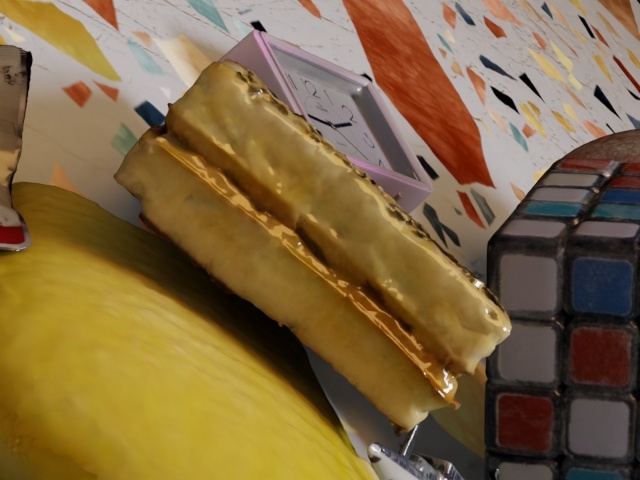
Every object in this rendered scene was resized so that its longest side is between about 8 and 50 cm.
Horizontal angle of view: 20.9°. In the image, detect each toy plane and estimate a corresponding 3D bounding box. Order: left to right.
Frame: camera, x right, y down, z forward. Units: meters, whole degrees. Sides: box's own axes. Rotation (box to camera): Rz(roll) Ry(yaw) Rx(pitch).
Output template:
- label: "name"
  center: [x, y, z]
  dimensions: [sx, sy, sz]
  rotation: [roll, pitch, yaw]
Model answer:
- label: "toy plane"
  center: [0.076, 0.172, 1.170]
  dimensions: [0.082, 0.160, 0.234]
  rotation: [-61, 148, -30]

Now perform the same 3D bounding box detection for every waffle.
- label: "waffle"
  center: [0.000, 0.000, 1.191]
  dimensions: [0.261, 0.114, 0.376]
  rotation: [43, 3, -2]

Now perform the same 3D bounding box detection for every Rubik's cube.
- label: "Rubik's cube"
  center: [0.295, 0.105, 1.364]
  dimensions: [0.292, 0.287, 0.293]
  rotation: [-42, 133, -66]

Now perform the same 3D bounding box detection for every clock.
- label: "clock"
  center: [0.004, -0.097, 1.567]
  dimensions: [0.197, 0.063, 0.150]
  rotation: [17, 38, -51]

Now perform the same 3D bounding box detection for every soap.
- label: "soap"
  center: [-0.088, 0.105, 1.008]
  dimensions: [0.306, 0.115, 0.427]
  rotation: [38, 8, -15]

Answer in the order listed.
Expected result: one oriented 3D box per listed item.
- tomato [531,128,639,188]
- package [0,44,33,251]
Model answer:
- label: "tomato"
  center: [0.328, 0.046, 1.675]
  dimensions: [0.316, 0.282, 0.316]
  rotation: [48, 11, -13]
- label: "package"
  center: [-0.250, -0.073, 1.048]
  dimensions: [0.154, 0.030, 0.239]
  rotation: [13, 33, -19]
